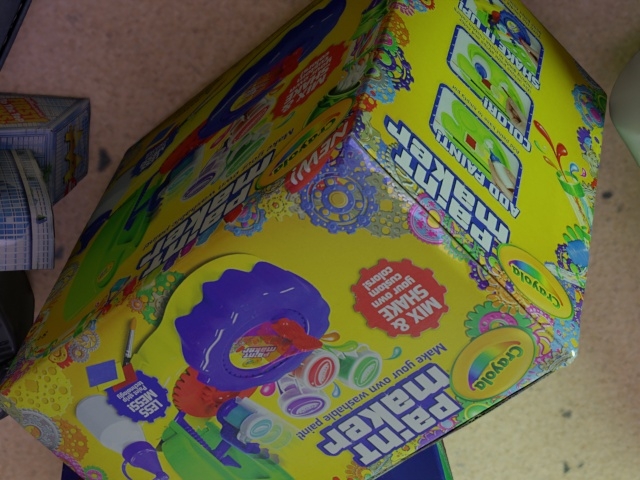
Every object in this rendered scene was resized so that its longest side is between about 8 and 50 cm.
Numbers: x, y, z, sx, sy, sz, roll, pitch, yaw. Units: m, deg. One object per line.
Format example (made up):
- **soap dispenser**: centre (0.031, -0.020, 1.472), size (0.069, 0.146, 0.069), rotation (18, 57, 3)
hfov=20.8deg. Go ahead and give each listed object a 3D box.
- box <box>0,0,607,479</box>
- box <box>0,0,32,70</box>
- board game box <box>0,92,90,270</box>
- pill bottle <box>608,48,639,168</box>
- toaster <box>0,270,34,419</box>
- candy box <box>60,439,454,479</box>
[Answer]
- **box**: centre (0.000, 0.000, 1.044), size (0.290, 0.279, 0.177), rotation (-35, 111, 30)
- **box**: centre (-0.279, -0.218, 1.086), size (0.233, 0.059, 0.183), rotation (23, 112, -15)
- **board game box**: centre (-0.234, -0.046, 1.121), size (0.194, 0.194, 0.060), rotation (-4, 117, -19)
- **pill bottle**: centre (0.369, 0.025, 1.158), size (0.229, 0.229, 0.407), rotation (-34, 113, 11)
- **toaster**: centre (-0.280, 0.058, 1.164), size (0.227, 0.146, 0.129), rotation (-20, 115, 5)
- **candy box**: centre (-0.038, 0.202, 1.156), size (0.268, 0.317, 0.122), rotation (-19, 115, 4)
